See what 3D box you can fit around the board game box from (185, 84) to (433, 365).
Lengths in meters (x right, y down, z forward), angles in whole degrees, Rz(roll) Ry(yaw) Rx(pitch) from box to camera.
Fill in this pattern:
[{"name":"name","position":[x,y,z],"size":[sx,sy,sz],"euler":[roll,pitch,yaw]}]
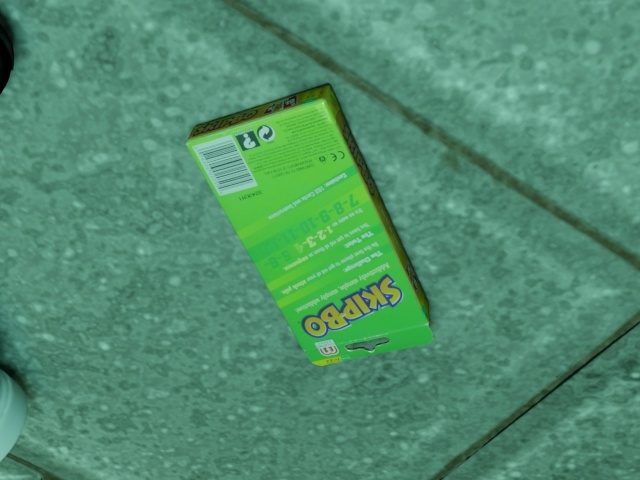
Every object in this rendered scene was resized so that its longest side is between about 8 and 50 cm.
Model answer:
[{"name":"board game box","position":[0.000,0.000,0.775],"size":[0.124,0.039,0.259],"euler":[-14,121,20]}]

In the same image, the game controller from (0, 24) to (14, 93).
[{"name":"game controller","position":[-0.388,-0.186,0.661],"size":[0.319,0.067,0.166],"euler":[37,119,-25]}]

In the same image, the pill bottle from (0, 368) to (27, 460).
[{"name":"pill bottle","position":[-0.402,0.112,0.847],"size":[0.153,0.153,0.264],"euler":[-13,134,19]}]
